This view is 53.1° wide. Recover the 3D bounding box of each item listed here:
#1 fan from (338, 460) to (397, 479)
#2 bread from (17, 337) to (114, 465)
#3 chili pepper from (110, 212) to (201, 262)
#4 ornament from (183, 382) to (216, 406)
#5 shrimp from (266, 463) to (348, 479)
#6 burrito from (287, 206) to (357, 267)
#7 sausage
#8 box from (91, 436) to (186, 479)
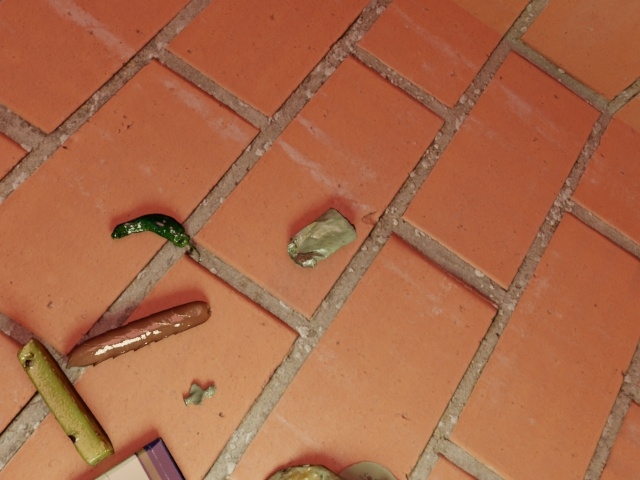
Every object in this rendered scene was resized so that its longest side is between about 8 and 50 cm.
[{"bbox_3d":[0.119,0.795,1.748,0.233,0.012,0.415,24,44,-2],"label":"fan"},{"bbox_3d":[-0.676,0.429,1.696,0.077,0.138,0.361,-35,81,-21],"label":"bread"},{"bbox_3d":[-0.490,-0.025,1.961,0.278,0.065,0.122,14,75,-6],"label":"chili pepper"},{"bbox_3d":[-0.346,0.440,1.828,0.092,0.041,0.069,-1,46,-3],"label":"ornament"},{"bbox_3d":[-0.003,0.723,1.709,0.360,0.085,0.247,8,47,22],"label":"shrimp"},{"bbox_3d":[0.000,0.000,2.064,0.228,0.089,0.144,-35,67,-24],"label":"burrito"},{"bbox_3d":[-0.515,0.266,1.830,0.432,0.088,0.088,-21,76,-20],"label":"sausage"},{"bbox_3d":[-0.495,0.660,1.688,0.259,0.071,0.168,-29,79,-23],"label":"box"}]
